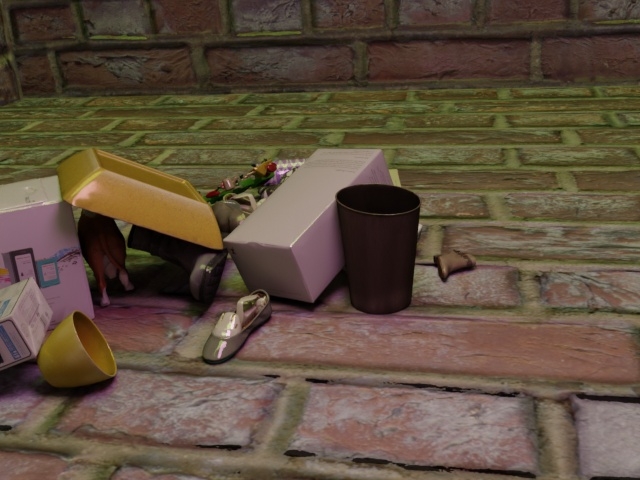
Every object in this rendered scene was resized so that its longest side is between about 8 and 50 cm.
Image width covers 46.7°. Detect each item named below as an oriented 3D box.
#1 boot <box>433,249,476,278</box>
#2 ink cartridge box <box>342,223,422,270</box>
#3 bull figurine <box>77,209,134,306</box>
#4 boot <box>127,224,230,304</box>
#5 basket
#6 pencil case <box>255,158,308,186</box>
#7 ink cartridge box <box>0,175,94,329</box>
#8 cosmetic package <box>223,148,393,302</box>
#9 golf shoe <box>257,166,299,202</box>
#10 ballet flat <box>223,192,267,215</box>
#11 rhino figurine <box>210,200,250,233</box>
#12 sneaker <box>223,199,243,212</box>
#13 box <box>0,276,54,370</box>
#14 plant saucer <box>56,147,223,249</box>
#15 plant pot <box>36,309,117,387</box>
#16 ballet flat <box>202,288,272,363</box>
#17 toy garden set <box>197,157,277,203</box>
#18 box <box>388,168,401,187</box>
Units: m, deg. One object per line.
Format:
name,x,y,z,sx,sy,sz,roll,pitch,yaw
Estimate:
boot,0.300,0.051,1.639,0.087,0.042,0.118,-2,22,-1
ink cartridge box,0.108,0.013,1.711,0.181,0.056,0.224,24,51,19
bull figurine,-0.487,0.009,1.662,0.101,0.188,0.310,-14,25,-12
boot,-0.318,0.030,1.610,0.223,0.118,0.338,18,9,-7
basket,0.118,0.020,1.498,0.154,0.226,0.204,-14,25,-24
pencil case,-0.100,-0.205,2.278,0.206,0.086,0.088,-3,-12,-5
ink cartridge box,-0.603,0.029,1.532,0.197,0.269,0.198,-13,24,-22
cosmetic package,-0.012,-0.046,1.616,0.197,0.155,0.365,8,43,40
golf shoe,-0.088,-0.149,2.159,0.094,0.077,0.198,21,43,40
ballet flat,-0.171,-0.080,1.982,0.249,0.086,0.086,15,29,38
rhino figurine,-0.237,-0.042,1.865,0.073,0.106,0.243,-18,26,-33
sneaker,-0.211,-0.044,1.945,0.054,0.061,0.152,-10,41,-34
box,-0.636,0.182,1.303,0.290,0.087,0.169,-21,23,1
plant saucer,-0.380,-0.105,1.584,0.333,0.080,0.333,18,10,-26
plant pot,-0.434,0.203,1.295,0.095,0.134,0.134,-31,25,-1
ballet flat,-0.162,0.155,1.419,0.072,0.068,0.213,7,25,25
toy garden set,-0.244,-0.162,2.076,0.244,0.049,0.204,-23,-1,-23
box,0.090,-0.096,1.933,0.243,0.117,0.213,-2,22,2
